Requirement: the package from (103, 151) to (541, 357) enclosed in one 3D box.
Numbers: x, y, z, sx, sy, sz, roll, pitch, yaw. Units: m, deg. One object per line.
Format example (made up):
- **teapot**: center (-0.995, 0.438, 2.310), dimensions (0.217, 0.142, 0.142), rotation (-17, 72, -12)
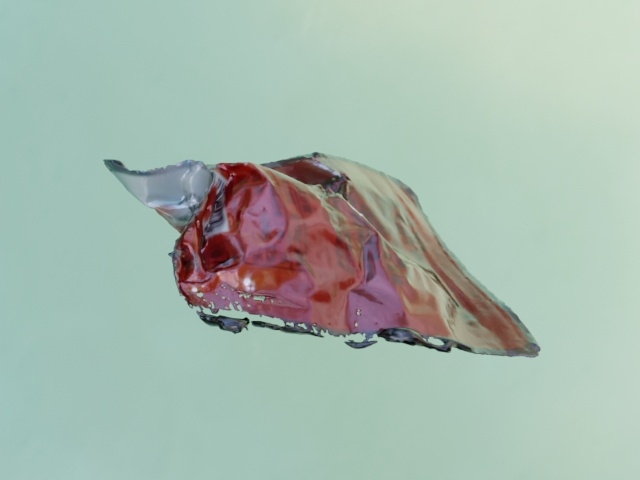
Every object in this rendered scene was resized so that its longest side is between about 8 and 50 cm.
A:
- **package**: center (0.000, 0.000, 1.238), dimensions (0.269, 0.071, 0.194), rotation (4, 44, -33)
